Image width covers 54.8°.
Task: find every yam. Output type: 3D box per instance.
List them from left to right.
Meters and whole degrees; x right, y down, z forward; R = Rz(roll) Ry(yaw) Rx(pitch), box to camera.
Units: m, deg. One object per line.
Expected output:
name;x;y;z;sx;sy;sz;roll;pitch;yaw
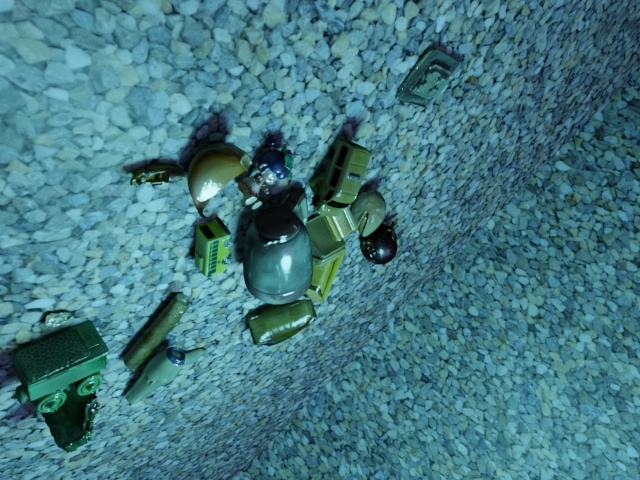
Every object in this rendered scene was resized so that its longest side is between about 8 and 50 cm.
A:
yam;-0.540;0.301;2.032;0.071;0.067;0.317;31;108;-34

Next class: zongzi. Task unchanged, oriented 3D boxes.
zongzi;-0.144;0.344;2.530;0.273;0.145;0.300;-20;162;-2

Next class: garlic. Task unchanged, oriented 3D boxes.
garlic;-0.280;-0.179;1.616;0.207;0.128;0.115;-48;-163;19

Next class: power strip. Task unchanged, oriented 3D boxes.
power strip;0.365;-0.517;2.017;0.213;0.064;0.198;-4;137;-52

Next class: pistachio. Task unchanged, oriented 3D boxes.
pistachio;0.177;-0.100;2.328;0.223;0.126;0.152;108;4;-47

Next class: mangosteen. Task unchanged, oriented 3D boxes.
mangosteen;0.249;0.014;2.561;0.173;0.172;0.184;-56;170;26

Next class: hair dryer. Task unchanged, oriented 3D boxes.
hair dryer;-0.576;0.492;2.260;0.295;0.119;0.298;-37;167;4

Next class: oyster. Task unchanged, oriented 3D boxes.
oyster;-0.724;0.214;1.707;0.083;0.019;0.054;-4;134;-48

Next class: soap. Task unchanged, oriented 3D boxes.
soap;0.045;-0.116;2.100;0.092;0.037;0.252;-34;126;-13

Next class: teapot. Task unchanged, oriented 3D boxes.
teapot;-0.119;-0.003;2.008;0.312;0.233;0.315;95;20;-48

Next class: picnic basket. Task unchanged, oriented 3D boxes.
picnic basket;0.000;0.000;2.198;0.115;0.164;0.079;-27;159;-28

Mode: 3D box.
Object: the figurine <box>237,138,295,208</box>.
figurine;-0.157;-0.194;1.771;0.195;0.102;0.111;-39;157;2

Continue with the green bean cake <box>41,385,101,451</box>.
green bean cake;-0.760;0.538;1.942;0.193;0.208;0.107;-27;153;-24

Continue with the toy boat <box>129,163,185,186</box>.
toy boat;-0.406;-0.161;1.535;0.149;0.049;0.047;-15;144;-42

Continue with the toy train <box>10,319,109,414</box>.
toy train;-0.745;0.374;1.782;0.265;0.145;0.202;-23;145;-34

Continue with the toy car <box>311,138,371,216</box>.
toy car;0.068;-0.190;1.977;0.101;0.124;0.257;9;106;-36

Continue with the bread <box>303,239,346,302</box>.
bread;-0.021;0.095;2.449;0.168;0.163;0.264;72;38;-60

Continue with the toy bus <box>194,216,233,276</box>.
toy bus;-0.330;0.025;1.878;0.101;0.088;0.175;-22;145;-32
